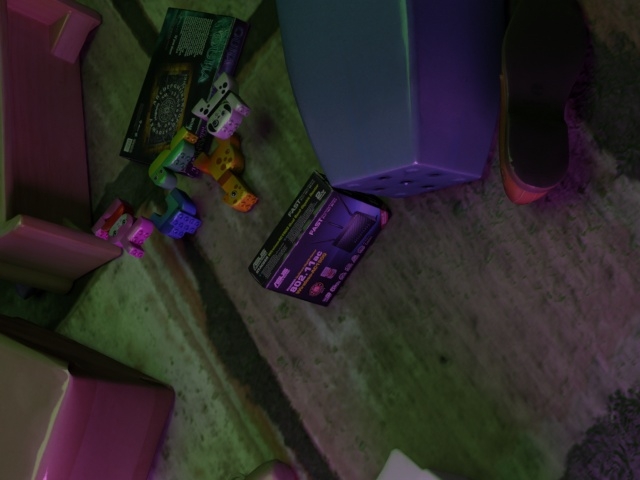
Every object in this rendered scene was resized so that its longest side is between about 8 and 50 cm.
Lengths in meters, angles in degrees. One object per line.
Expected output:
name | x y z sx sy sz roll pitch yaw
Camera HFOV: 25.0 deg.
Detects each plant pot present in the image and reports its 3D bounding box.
plant pot | 0.070 -0.166 1.356 0.166 0.165 0.234 -12 77 40

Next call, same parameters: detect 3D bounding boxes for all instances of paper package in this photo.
paper package | -0.357 0.258 1.582 0.310 0.168 0.324 18 90 37

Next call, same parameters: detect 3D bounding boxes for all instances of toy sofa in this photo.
toy sofa | -0.364 -0.120 1.745 0.177 0.150 0.362 -26 60 34

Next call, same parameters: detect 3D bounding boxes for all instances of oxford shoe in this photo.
oxford shoe | 0.188 -0.132 1.299 0.076 0.076 0.212 116 167 -68

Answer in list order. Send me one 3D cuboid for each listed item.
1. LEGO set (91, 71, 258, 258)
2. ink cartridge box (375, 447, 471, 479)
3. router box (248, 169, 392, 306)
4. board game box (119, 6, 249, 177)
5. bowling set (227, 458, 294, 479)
LEGO set | -0.129 -0.056 1.556 0.227 0.087 0.093 -49 52 11
ink cartridge box | 0.119 0.273 1.226 0.198 0.067 0.115 35 100 42
router box | 0.000 0.000 1.408 0.122 0.092 0.038 -56 47 14
board game box | -0.157 -0.171 1.656 0.126 0.026 0.186 17 88 44
bowling set | -0.107 0.336 1.333 0.154 0.200 0.287 -39 49 28
